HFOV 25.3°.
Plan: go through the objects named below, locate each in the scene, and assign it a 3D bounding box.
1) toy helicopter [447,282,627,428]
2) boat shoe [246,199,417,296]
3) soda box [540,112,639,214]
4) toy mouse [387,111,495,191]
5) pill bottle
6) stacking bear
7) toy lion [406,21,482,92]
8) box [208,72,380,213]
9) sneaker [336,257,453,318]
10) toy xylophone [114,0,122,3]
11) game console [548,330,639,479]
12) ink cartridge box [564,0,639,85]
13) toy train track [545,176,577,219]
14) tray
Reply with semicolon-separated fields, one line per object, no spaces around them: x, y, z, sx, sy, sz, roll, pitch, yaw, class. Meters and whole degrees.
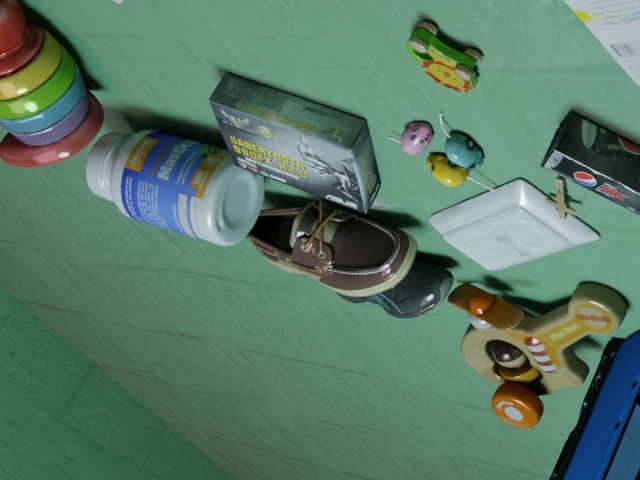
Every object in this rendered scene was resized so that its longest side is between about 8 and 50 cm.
0.333;0.135;2.190;0.235;0.140;0.355;41;147;-6;toy helicopter
0.000;0.000;2.240;0.342;0.123;0.123;14;164;48;boat shoe
0.354;-0.084;1.703;0.169;0.060;0.053;27;160;2;soda box
0.158;-0.120;1.899;0.161;0.031;0.143;24;157;16;toy mouse
-0.239;-0.094;2.289;0.272;0.152;0.152;16;156;28;pill bottle
-0.465;-0.267;2.187;0.164;0.175;0.289;15;148;37;stacking bear
0.146;-0.214;1.713;0.100;0.034;0.096;31;166;-6;toy lion
-0.034;-0.139;2.064;0.231;0.056;0.183;21;158;19;box
0.095;0.056;2.289;0.267;0.101;0.106;3;145;47;sneaker
-0.259;-0.398;1.719;0.236;0.081;0.323;39;157;-25;toy xylophone
0.463;0.295;2.106;0.250;0.293;0.173;41;156;-31;game console
0.304;-0.252;1.357;0.231;0.078;0.134;42;155;-30;ink cartridge box
0.318;-0.058;1.873;0.048;0.014;0.083;26;154;28;toy train track
0.265;-0.010;2.025;0.145;0.030;0.270;33;158;-14;tray
